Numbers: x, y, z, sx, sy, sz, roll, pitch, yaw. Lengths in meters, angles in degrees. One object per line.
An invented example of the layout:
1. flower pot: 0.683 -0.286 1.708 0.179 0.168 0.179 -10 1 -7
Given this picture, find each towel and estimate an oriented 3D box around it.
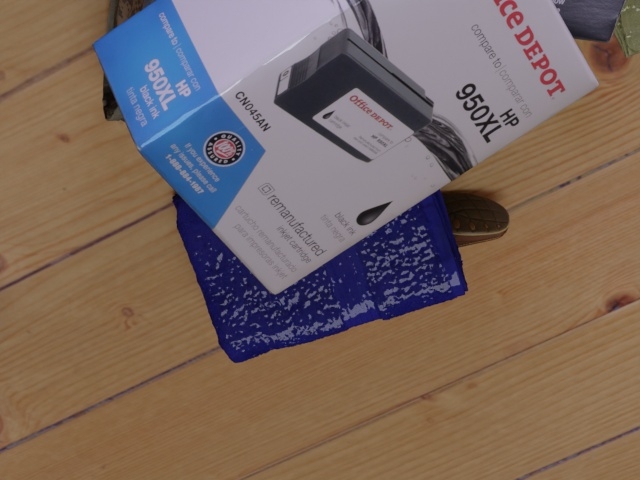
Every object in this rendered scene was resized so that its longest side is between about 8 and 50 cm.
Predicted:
1. towel: 0.395 -0.269 1.966 0.148 0.027 0.110 -19 133 11
2. towel: 0.000 0.000 2.084 0.308 0.076 0.228 -18 97 7

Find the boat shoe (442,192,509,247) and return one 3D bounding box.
1. boat shoe: 0.142 -0.016 2.145 0.178 0.064 0.060 -3 142 3

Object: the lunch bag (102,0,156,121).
1. lunch bag: -0.099 -0.221 1.833 0.235 0.169 0.287 -2 139 -16

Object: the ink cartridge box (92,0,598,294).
1. ink cartridge box: 0.030 -0.170 1.691 0.395 0.166 0.285 -33 138 7

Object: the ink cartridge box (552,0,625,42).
1. ink cartridge box: 0.203 -0.361 1.797 0.303 0.072 0.307 5 128 -15
